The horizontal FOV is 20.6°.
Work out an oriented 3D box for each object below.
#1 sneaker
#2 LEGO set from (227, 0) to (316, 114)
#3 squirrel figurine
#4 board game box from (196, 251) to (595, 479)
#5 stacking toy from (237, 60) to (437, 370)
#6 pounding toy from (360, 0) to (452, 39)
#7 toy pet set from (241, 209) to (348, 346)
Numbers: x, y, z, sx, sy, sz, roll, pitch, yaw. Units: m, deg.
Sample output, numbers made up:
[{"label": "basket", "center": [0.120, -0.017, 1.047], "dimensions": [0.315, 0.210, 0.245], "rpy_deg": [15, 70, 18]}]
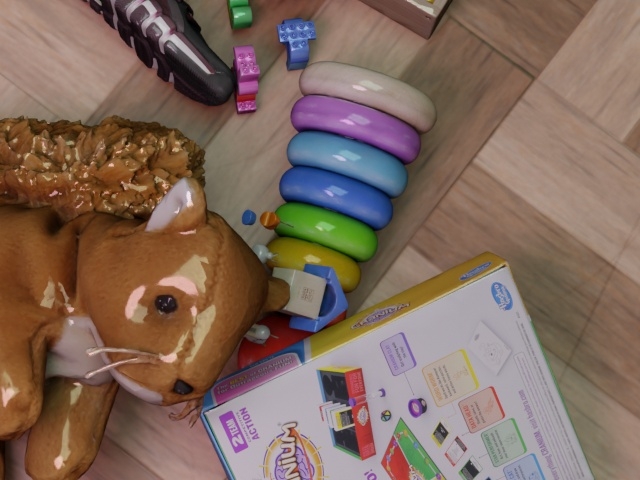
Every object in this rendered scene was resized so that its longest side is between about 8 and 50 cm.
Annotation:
[{"label": "sneaker", "center": [-0.153, -0.276, 1.771], "dimensions": [0.281, 0.106, 0.162], "rpy_deg": [44, 76, 7]}, {"label": "LEGO set", "center": [-0.054, -0.253, 1.771], "dimensions": [0.087, 0.093, 0.227], "rpy_deg": [-8, 78, -11]}, {"label": "squirrel figurine", "center": [-0.220, 0.016, 1.578], "dimensions": [0.370, 0.281, 0.397], "rpy_deg": [-16, 46, 25]}, {"label": "board game box", "center": [0.070, 0.185, 1.651], "dimensions": [0.317, 0.064, 0.242], "rpy_deg": [-25, 105, -8]}, {"label": "stacking toy", "center": [0.000, 0.000, 1.715], "dimensions": [0.141, 0.141, 0.330], "rpy_deg": [18, 84, 1]}, {"label": "pounding toy", "center": [0.094, -0.308, 1.791], "dimensions": [0.130, 0.100, 0.141], "rpy_deg": [31, 78, 3]}, {"label": "toy pet set", "center": [-0.030, 0.040, 1.636], "dimensions": [0.065, 0.114, 0.122], "rpy_deg": [19, 82, -35]}]
